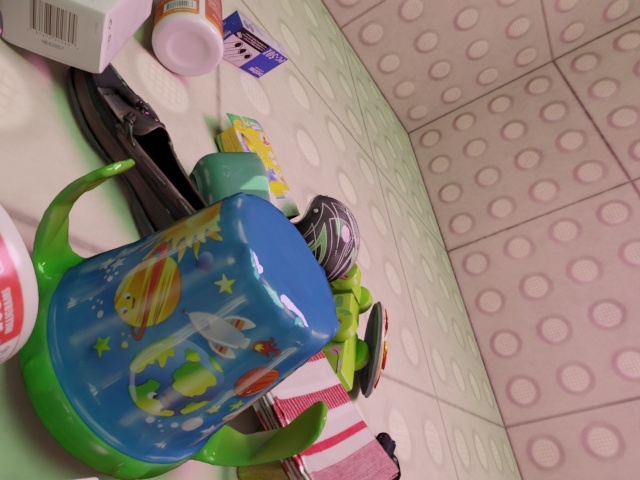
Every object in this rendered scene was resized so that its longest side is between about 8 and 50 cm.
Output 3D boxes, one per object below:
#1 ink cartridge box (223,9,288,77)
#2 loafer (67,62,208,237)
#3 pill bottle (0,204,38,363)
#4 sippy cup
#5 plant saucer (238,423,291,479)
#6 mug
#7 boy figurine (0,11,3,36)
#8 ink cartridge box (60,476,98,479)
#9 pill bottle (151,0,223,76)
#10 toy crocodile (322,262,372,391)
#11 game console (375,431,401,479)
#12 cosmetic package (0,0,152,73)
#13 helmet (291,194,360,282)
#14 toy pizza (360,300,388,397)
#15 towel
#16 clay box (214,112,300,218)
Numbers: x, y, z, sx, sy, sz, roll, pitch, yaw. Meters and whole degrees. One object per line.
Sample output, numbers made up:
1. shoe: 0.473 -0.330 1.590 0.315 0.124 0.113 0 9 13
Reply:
1. ink cartridge box: -0.168 -0.453 1.076 0.207 0.097 0.046 -6 73 -66
2. loafer: -0.223 -0.115 0.617 0.302 0.095 0.109 64 23 -4
3. pill bottle: -0.297 0.058 0.194 0.161 0.161 0.283 62 22 -10
4. sippy cup: -0.114 0.075 0.455 0.305 0.224 0.240 42 21 -47
5. plant saucer: -0.024 0.337 0.679 0.188 0.045 0.188 61 23 -11
6. mug: -0.143 -0.056 0.697 0.098 0.129 0.157 -5 78 -29
7. boy figurine: -0.412 -0.248 0.342 0.285 0.092 0.177 23 50 -63
8. ink cartridge box: -0.165 0.313 0.281 0.261 0.066 0.296 50 22 -60
9. pill bottle: -0.242 -0.417 0.844 0.121 0.121 0.216 38 35 -49
10. toy crocodile: 0.041 0.155 0.943 0.340 0.105 0.115 -81 152 -46
11. game console: 0.096 0.457 0.802 0.361 0.044 0.213 10 71 -72
12. cosmetic package: -0.304 -0.321 0.604 0.118 0.085 0.231 19 40 -15
13. helmet: 0.000 0.000 0.913 0.169 0.162 0.169 48 28 -37
14. toy pizza: 0.117 0.229 0.965 0.201 0.032 0.201 -171 -90 -89
15. towel: -0.019 0.226 0.682 0.329 0.037 0.237 55 16 25
16. clay box: -0.127 -0.138 0.911 0.221 0.053 0.127 66 22 4
